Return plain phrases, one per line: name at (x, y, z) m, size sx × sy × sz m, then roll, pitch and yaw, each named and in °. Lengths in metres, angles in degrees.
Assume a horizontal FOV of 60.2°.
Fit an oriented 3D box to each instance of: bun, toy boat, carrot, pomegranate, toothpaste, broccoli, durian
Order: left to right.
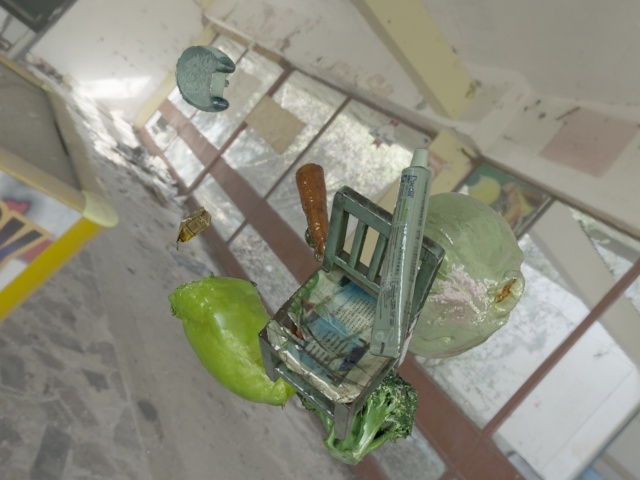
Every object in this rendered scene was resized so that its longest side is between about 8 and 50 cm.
toy boat at (-0.237, -0.346, 1.183) m, size 0.078 × 0.134 × 0.207 m, roll -5°, pitch 24°, yaw -39°
durian at (-0.177, 0.231, 1.284) m, size 0.340 × 0.204 × 0.255 m, roll 51°, pitch 13°, yaw 31°
carrot at (-0.007, -0.053, 1.045) m, size 0.061 × 0.061 × 0.210 m, roll 37°, pitch 32°, yaw -43°
pomegranate at (-0.003, -0.003, 1.152) m, size 0.073 × 0.085 × 0.073 m, roll 32°, pitch -25°, yaw 17°
broccoli at (0.086, 0.406, 1.354) m, size 0.307 × 0.275 × 0.308 m, roll 17°, pitch -43°, yaw 17°
toothpaste at (0.075, 0.007, 0.500) m, size 0.029 × 0.198 × 0.048 m, roll 18°, pitch -15°, yaw -24°
bun at (0.231, 0.067, 0.911) m, size 0.293 × 0.293 × 0.187 m, roll 39°, pitch -10°, yaw -23°

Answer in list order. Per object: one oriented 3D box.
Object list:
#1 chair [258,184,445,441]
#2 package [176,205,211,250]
chair at (0.022, 0.096, 0.621) m, size 0.136 × 0.147 × 0.271 m, roll 35°, pitch -29°, yaw 20°
package at (-0.367, -0.035, 1.551) m, size 0.047 × 0.131 × 0.071 m, roll 47°, pitch 15°, yaw -28°
